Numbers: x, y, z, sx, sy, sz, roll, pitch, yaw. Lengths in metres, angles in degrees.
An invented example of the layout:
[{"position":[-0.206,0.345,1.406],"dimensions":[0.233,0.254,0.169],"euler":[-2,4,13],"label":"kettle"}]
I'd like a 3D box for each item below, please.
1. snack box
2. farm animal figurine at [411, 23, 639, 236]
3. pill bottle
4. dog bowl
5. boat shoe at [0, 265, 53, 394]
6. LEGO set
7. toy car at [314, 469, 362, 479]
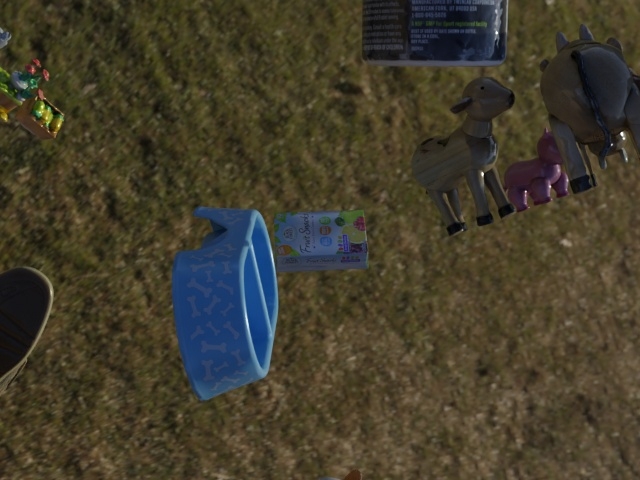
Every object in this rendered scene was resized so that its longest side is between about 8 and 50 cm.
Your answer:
[{"position":[0.000,0.000,1.582],"dimensions":[0.141,0.037,0.100],"euler":[-2,43,-1],"label":"snack box"},{"position":[0.259,-0.136,1.079],"dimensions":[0.330,0.327,0.172],"euler":[-19,89,0],"label":"farm animal figurine"},{"position":[0.102,-0.276,0.897],"dimensions":[0.130,0.130,0.246],"euler":[-7,103,-38],"label":"pill bottle"},{"position":[-0.101,0.061,1.170],"dimensions":[0.297,0.074,0.166],"euler":[-83,164,-68],"label":"dog bowl"},{"position":[-0.520,0.172,1.608],"dimensions":[0.121,0.341,0.110],"euler":[37,14,-3],"label":"boat shoe"},{"position":[-0.366,-0.240,1.145],"dimensions":[0.287,0.107,0.132],"euler":[57,17,-16],"label":"LEGO set"},{"position":[-0.018,0.483,1.768],"dimensions":[0.238,0.210,0.219],"euler":[-41,103,-28],"label":"toy car"}]
